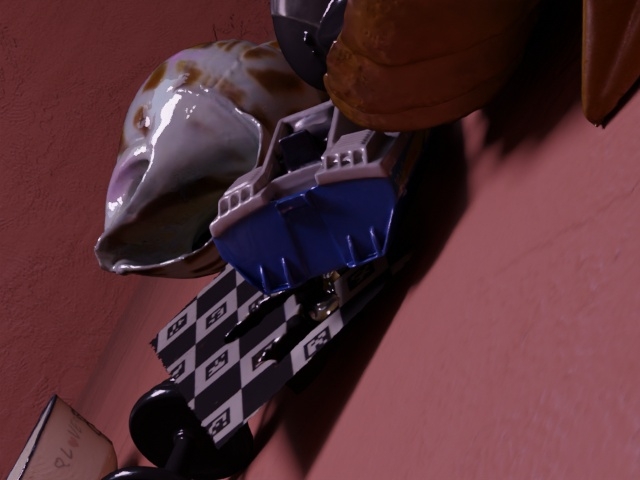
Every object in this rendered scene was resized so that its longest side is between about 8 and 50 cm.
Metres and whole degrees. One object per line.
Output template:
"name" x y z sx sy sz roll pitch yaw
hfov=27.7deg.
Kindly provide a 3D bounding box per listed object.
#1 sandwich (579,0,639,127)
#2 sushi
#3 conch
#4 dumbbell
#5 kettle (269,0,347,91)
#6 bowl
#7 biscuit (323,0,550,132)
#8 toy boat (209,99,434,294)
"sandwich" 0.130 -0.153 0.612 0.163 0.113 0.079 -55 11 33
"sushi" -0.021 0.054 0.941 0.192 0.043 0.279 -45 18 -4
"conch" -0.105 -0.103 1.463 0.249 0.197 0.368 33 90 42
"dumbbell" -0.106 0.171 0.942 0.099 0.099 0.208 -53 12 39
"kettle" 0.064 -0.243 1.055 0.251 0.207 0.271 26 93 49
"bowl" -0.310 0.310 1.503 0.237 0.126 0.237 -57 10 17
"biscuit" 0.110 -0.201 0.768 0.325 0.107 0.326 -62 -3 -6
"toy boat" 0.018 -0.066 0.926 0.129 0.088 0.295 -19 16 20
